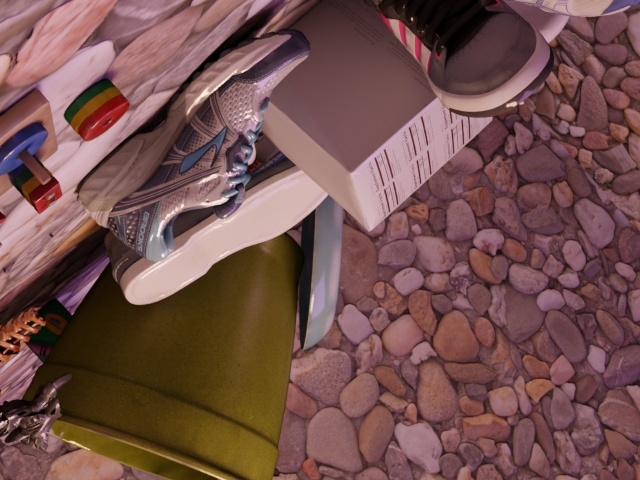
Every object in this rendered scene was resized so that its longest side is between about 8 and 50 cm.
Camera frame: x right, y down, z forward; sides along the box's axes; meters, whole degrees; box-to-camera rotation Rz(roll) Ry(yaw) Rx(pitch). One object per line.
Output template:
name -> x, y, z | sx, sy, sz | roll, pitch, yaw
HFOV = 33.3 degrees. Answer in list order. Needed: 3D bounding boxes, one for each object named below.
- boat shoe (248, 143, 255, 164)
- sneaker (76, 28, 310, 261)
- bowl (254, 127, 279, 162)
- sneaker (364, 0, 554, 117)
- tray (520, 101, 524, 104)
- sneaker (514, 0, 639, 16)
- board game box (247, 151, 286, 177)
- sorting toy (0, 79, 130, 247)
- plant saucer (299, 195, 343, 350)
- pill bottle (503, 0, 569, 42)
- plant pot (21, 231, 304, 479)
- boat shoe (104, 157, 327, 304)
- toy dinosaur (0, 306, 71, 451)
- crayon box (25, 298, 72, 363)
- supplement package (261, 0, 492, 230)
boat shoe -> -0.138, -0.093, 1.246 | 0.070, 0.078, 0.219 | -39, -177, -23
sneaker -> -0.104, -0.093, 1.074 | 0.283, 0.122, 0.110 | -42, -179, 12
bowl -> -0.073, -0.151, 1.362 | 0.170, 0.080, 0.170 | -41, -179, 1
sneaker -> 0.099, -0.235, 0.994 | 0.124, 0.178, 0.295 | -42, -151, 7
tray -> 0.144, -0.239, 1.306 | 0.030, 0.145, 0.270 | -39, -155, -3
sneaker -> 0.207, -0.291, 1.160 | 0.296, 0.112, 0.131 | 19, -143, 37
board game box -> -0.082, -0.086, 1.511 | 0.136, 0.035, 0.201 | -34, 172, -16
sorting toy -> -0.236, -0.024, 0.741 | 0.274, 0.046, 0.132 | -41, 180, -15
plant saucer -> 0.000, 0.000, 1.538 | 0.317, 0.044, 0.317 | -176, -90, -86
pill bottle -> 0.205, -0.313, 1.545 | 0.210, 0.210, 0.363 | -42, 180, -13
plant pot -> -0.184, 0.138, 1.482 | 0.366, 0.366, 0.353 | 139, -27, -70
boat shoe -> -0.123, -0.042, 1.336 | 0.319, 0.099, 0.116 | -32, 151, -11
toy dinosaur -> -0.406, 0.184, 1.204 | 0.322, 0.164, 0.218 | -17, 176, 31
crayon box -> -0.395, 0.193, 1.727 | 0.081, 0.165, 0.278 | -42, 180, -15
supplement package -> 0.055, -0.162, 1.219 | 0.203, 0.194, 0.149 | -42, 154, -9
